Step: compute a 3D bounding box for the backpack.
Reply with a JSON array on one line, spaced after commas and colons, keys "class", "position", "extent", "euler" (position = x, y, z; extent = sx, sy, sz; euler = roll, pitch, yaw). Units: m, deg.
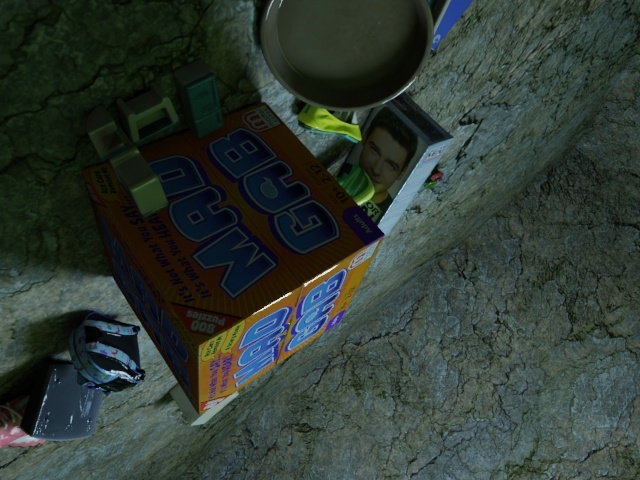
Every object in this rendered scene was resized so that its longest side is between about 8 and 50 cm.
[{"class": "backpack", "position": [-0.489, 0.249, 1.161], "extent": [0.117, 0.158, 0.173], "euler": [-25, 148, 10]}]

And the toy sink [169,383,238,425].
[{"class": "toy sink", "position": [-0.401, 0.540, 1.915], "extent": [0.234, 0.153, 0.131], "euler": [-42, 160, -1]}]

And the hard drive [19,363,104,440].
[{"class": "hard drive", "position": [-0.605, 0.384, 1.244], "extent": [0.254, 0.054, 0.171], "euler": [74, 24, -70]}]

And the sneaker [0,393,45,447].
[{"class": "sneaker", "position": [-0.715, 0.404, 1.175], "extent": [0.136, 0.116, 0.314], "euler": [-54, 165, 6]}]

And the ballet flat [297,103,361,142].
[{"class": "ballet flat", "position": [0.037, -0.266, 1.145], "extent": [0.231, 0.077, 0.077], "euler": [-3, 121, -56]}]

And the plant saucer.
[{"class": "plant saucer", "position": [0.041, -0.331, 0.846], "extent": [0.278, 0.041, 0.277], "euler": [2, 142, 2]}]

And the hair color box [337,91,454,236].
[{"class": "hair color box", "position": [0.168, -0.179, 1.384], "extent": [0.114, 0.185, 0.374], "euler": [-23, 153, -39]}]

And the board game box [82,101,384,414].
[{"class": "board game box", "position": [-0.166, 0.034, 0.982], "extent": [0.356, 0.356, 0.356], "euler": [-29, 157, -27]}]

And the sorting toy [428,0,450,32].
[{"class": "sorting toy", "position": [0.156, -0.417, 0.889], "extent": [0.038, 0.193, 0.208], "euler": [-5, 146, -17]}]

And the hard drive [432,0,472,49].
[{"class": "hard drive", "position": [0.286, -0.548, 1.038], "extent": [0.318, 0.040, 0.210], "euler": [-50, 158, 24]}]

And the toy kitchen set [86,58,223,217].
[{"class": "toy kitchen set", "position": [-0.219, -0.143, 0.798], "extent": [0.207, 0.166, 0.122], "euler": [-33, 158, -19]}]

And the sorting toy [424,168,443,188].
[{"class": "sorting toy", "position": [0.421, -0.236, 1.944], "extent": [0.061, 0.042, 0.102], "euler": [-13, 162, -24]}]

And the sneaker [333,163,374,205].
[{"class": "sneaker", "position": [-0.013, -0.110, 1.341], "extent": [0.296, 0.123, 0.109], "euler": [-22, -176, -1]}]
